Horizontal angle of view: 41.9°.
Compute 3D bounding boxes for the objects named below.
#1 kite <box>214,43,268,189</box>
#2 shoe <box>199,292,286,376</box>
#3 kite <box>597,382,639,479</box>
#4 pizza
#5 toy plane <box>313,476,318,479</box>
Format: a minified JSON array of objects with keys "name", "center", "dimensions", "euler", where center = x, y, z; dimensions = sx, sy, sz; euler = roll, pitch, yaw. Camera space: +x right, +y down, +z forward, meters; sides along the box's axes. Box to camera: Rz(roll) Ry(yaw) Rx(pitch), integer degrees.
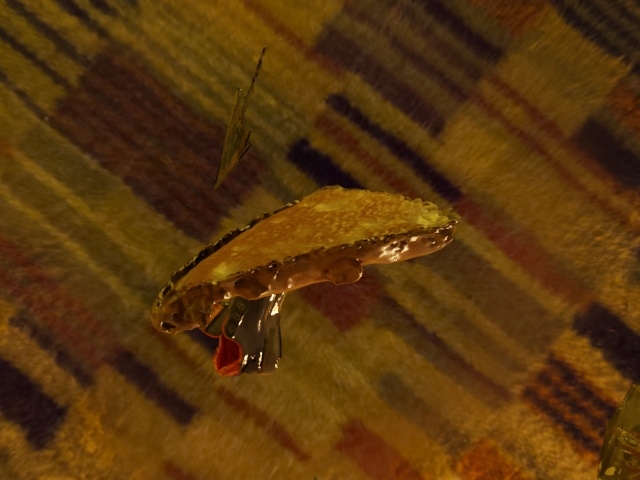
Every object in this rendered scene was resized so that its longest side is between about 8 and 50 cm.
[{"name":"kite","center":[-0.156,-0.234,1.647],"dimensions":[0.011,0.335,0.314],"euler":[16,113,-19]},{"name":"shoe","center":[-0.165,0.127,1.645],"dimensions":[0.171,0.132,0.336],"euler":[-12,118,-37]},{"name":"kite","center":[0.441,0.277,1.005],"dimensions":[0.015,0.245,0.141],"euler":[10,99,-36]},{"name":"pizza","center":[-0.029,0.002,1.271],"dimensions":[0.435,0.392,0.080],"euler":[-14,106,-1]},{"name":"toy plane","center":[-0.006,0.441,1.401],"dimensions":[0.080,0.033,0.083],"euler":[29,55,-9]}]
